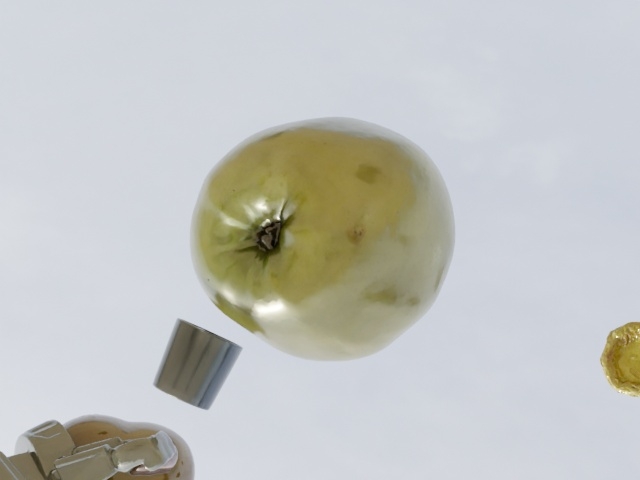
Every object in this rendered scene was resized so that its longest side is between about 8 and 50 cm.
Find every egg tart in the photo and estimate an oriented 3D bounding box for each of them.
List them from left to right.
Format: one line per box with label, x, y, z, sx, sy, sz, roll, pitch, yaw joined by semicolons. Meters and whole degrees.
egg tart;0.432;0.162;1.462;0.105;0.039;0.105;-6;-102;29

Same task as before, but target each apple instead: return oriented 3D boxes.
apple;0.000;0.000;1.077;0.262;0.262;0.262;-6;-133;6

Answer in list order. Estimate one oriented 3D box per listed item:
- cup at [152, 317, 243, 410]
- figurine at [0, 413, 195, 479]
cup;-0.135;0.133;1.167;0.078;0.100;0.077;25;-95;-5
figurine;-0.281;0.287;1.245;0.284;0.167;0.342;-10;-176;-34
